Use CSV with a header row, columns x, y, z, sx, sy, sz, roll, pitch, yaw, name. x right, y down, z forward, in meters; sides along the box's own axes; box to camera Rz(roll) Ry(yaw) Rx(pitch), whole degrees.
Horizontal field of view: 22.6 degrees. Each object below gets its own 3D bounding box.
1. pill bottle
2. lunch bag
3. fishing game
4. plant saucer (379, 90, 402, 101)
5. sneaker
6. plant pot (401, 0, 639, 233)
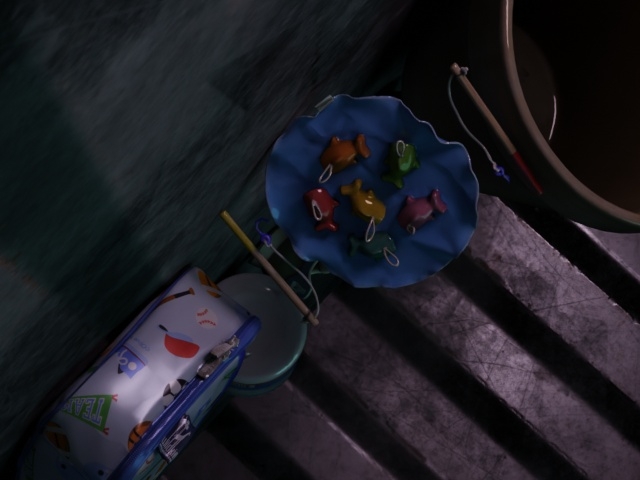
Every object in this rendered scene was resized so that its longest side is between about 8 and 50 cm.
x,y,z,sx,sy,sz,roll,pitch,yaw,name
-0.082,0.114,1.825,0.124,0.124,0.221,-47,176,-11,pill bottle
-0.173,0.164,1.519,0.243,0.115,0.303,-47,177,-37,lunch bag
0.042,-0.037,1.350,0.264,0.189,0.041,-27,-160,25,fishing game
0.039,-0.102,1.722,0.168,0.029,0.168,-47,174,-6,plant saucer
0.000,0.000,1.848,0.192,0.086,0.064,-43,173,-44,sneaker
0.225,-0.153,1.483,0.323,0.323,0.280,-45,-165,-25,plant pot
